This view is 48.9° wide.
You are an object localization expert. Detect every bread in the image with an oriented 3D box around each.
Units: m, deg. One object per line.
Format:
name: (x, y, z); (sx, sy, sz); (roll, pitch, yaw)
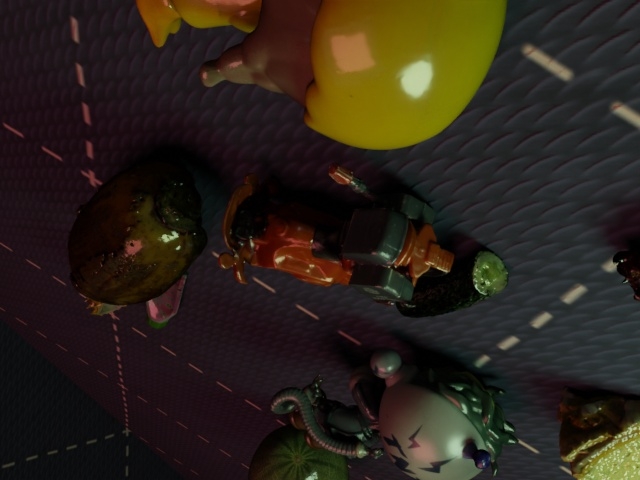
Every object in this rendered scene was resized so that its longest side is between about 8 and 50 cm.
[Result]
bread: (0.405, 0.277, 0.939); (0.152, 0.127, 0.147); (-17, 125, 34)

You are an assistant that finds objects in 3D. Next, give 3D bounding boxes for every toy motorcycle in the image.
toy motorcycle: (0.000, 0.000, 0.893); (0.221, 0.148, 0.325); (28, 162, -39)

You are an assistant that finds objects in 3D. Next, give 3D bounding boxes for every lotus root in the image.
lotus root: (-0.293, -0.001, 1.110); (0.179, 0.196, 0.397); (17, 155, -29)

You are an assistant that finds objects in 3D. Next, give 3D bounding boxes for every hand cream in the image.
hand cream: (-0.332, 0.110, 1.475); (0.079, 0.050, 0.275); (11, 147, -12)

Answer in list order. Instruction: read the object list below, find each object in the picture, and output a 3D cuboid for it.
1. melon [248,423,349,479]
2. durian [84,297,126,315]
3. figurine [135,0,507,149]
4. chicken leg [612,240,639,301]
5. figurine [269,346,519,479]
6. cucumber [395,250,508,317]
melon: (-0.051, 0.550, 1.646); (0.237, 0.237, 0.302); (26, 148, 13)
durian: (-0.426, 0.082, 1.460); (0.132, 0.165, 0.182); (9, -178, -18)
figurine: (-0.017, -0.201, 0.571); (0.343, 0.187, 0.215); (24, 138, 30)
chicken leg: (0.397, 0.037, 0.632); (0.253, 0.051, 0.106); (12, 151, 31)
figurine: (0.130, 0.290, 1.145); (0.382, 0.186, 0.261); (-8, 137, 44)
cucumber: (0.157, 0.068, 0.913); (0.058, 0.052, 0.214); (64, 150, 5)
